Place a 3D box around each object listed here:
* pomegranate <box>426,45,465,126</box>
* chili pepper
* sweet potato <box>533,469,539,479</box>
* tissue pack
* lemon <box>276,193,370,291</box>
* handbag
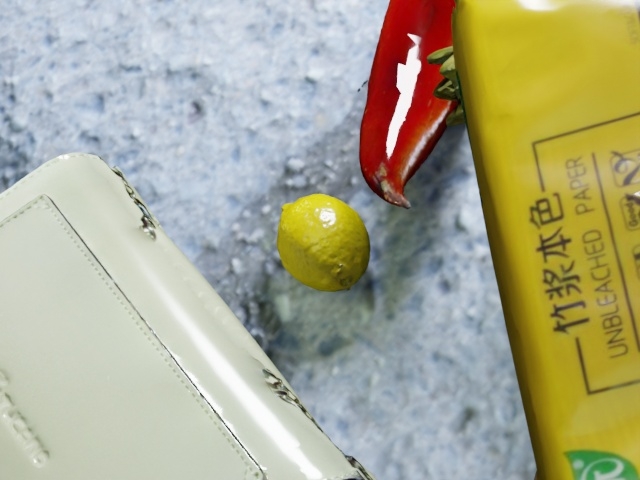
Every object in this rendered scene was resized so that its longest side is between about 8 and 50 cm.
[{"bbox_3d":[0.172,-0.124,1.168,0.205,0.159,0.159,-18,55,-13],"label":"pomegranate"},{"bbox_3d":[0.115,-0.185,1.274,0.368,0.092,0.137,-67,22,-7],"label":"chili pepper"},{"bbox_3d":[0.145,0.245,1.062,0.097,0.097,0.292,-20,59,20],"label":"sweet potato"},{"bbox_3d":[0.223,0.053,0.974,0.228,0.293,0.382,-16,58,15],"label":"tissue pack"},{"bbox_3d":[0.000,0.000,1.278,0.065,0.065,0.092,-44,48,4],"label":"lemon"},{"bbox_3d":[-0.143,0.129,1.240,0.236,0.160,0.358,-41,55,-1],"label":"handbag"}]
